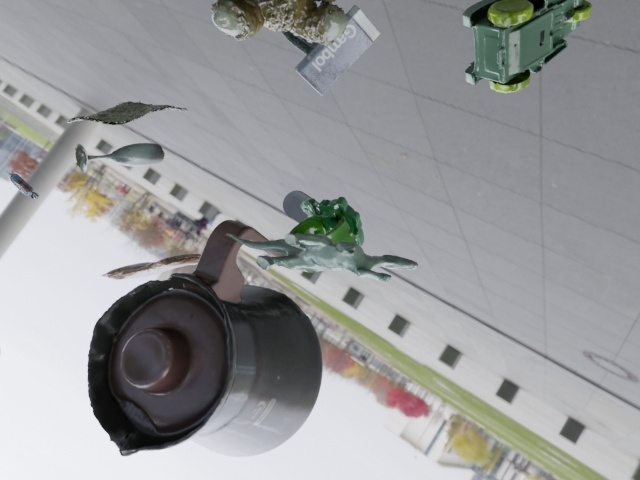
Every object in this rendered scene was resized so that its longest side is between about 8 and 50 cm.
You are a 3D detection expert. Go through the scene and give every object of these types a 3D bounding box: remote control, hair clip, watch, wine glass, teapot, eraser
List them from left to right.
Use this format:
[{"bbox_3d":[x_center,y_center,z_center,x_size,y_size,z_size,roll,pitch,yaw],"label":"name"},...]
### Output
[{"bbox_3d":[-0.471,-0.202,1.292,0.066,0.066,0.198,28,-152,35],"label":"wine glass"},{"bbox_3d":[-0.161,0.168,0.885,0.306,0.375,0.362,19,172,20],"label":"teapot"},{"bbox_3d":[-0.069,-0.543,1.399,0.229,0.066,0.036,38,-164,3],"label":"hair clip"},{"bbox_3d":[0.000,0.000,1.112,0.165,0.152,0.131,-1,126,42],"label":"watch"},{"bbox_3d":[0.001,-0.051,1.440,0.245,0.077,0.022,35,-176,20],"label":"remote control"},{"bbox_3d":[0.041,-0.467,1.346,0.092,0.212,0.046,36,-163,-34],"label":"eraser"}]

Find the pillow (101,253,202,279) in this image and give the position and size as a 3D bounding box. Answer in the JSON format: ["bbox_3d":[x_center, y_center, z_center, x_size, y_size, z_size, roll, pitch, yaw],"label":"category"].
[{"bbox_3d":[-0.368,0.058,1.216,0.211,0.034,0.135,-12,175,24],"label":"pillow"}]

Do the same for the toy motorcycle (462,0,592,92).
[{"bbox_3d":[0.482,-0.514,1.313,0.200,0.327,0.191,34,150,43],"label":"toy motorcycle"}]

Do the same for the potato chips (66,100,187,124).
[{"bbox_3d":[-0.346,-0.229,0.974,0.142,0.209,0.026,-128,28,-59],"label":"potato chips"}]

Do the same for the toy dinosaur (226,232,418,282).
[{"bbox_3d":[-0.012,0.016,0.735,0.242,0.052,0.167,7,-178,36],"label":"toy dinosaur"}]

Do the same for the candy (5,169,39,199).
[{"bbox_3d":[-0.628,-0.117,1.152,0.030,0.020,0.083,-2,137,33],"label":"candy"}]

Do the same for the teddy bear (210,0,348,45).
[{"bbox_3d":[-0.065,-0.509,1.013,0.267,0.156,0.256,-1,142,-19],"label":"teddy bear"}]
